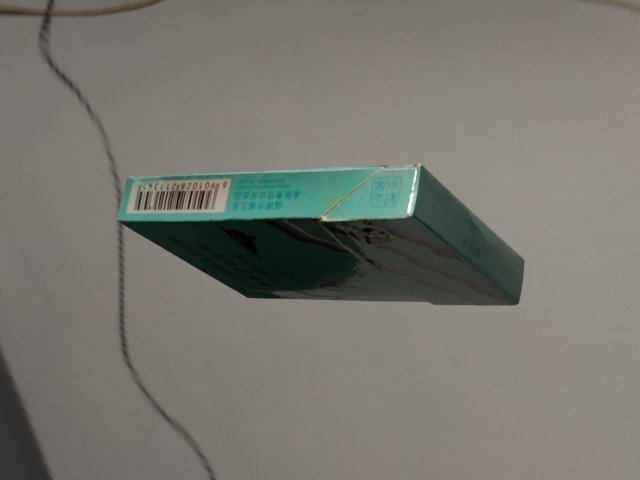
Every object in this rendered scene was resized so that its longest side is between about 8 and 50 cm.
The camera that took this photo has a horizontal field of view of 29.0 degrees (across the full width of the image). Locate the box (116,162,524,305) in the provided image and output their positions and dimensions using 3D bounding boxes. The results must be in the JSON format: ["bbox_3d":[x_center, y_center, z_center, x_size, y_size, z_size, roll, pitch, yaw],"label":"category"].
[{"bbox_3d":[0.001,0.000,0.832,0.229,0.162,0.041,0,69,33],"label":"box"}]
